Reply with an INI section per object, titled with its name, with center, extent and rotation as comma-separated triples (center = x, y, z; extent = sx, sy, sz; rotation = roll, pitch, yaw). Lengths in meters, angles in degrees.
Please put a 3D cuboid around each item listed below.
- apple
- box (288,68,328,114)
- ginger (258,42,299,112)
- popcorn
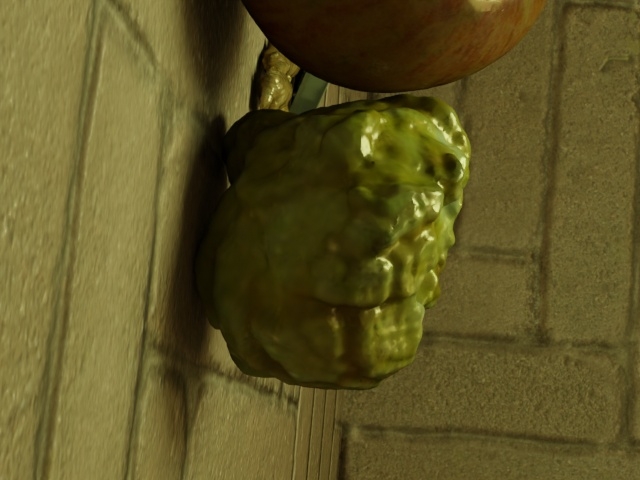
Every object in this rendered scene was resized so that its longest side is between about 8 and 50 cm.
[apple]
center = 0.070, -0.356, 1.367
extent = 0.400, 0.333, 0.400
rotation = -3, 95, -39
[box]
center = 0.005, -0.344, 1.978
extent = 0.211, 0.045, 0.270
rotation = 120, -17, -53
[ginger]
center = -0.056, -0.223, 1.703
extent = 0.176, 0.052, 0.193
rotation = -70, 165, -86
[popcorn]
center = 0.001, -0.007, 1.357
extent = 0.293, 0.292, 0.334
rotation = 99, 6, -55
